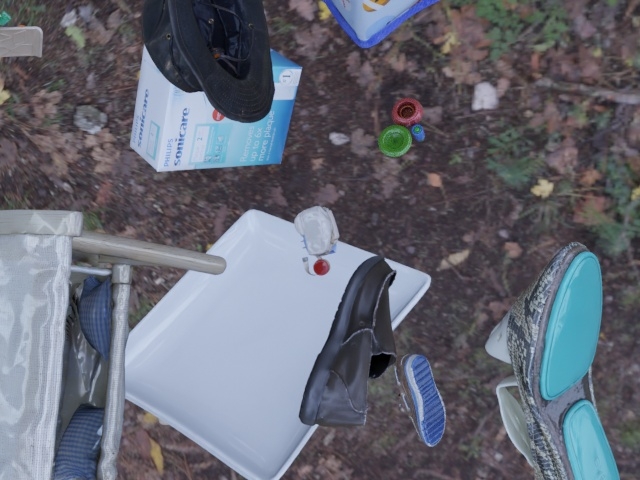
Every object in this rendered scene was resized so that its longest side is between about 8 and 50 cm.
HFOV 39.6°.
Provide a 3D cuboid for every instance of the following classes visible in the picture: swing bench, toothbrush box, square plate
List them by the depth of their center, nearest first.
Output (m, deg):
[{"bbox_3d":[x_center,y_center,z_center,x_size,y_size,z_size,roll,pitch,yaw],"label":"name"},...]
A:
[{"bbox_3d":[-0.216,0.118,0.766,0.165,0.255,0.253,2,82,23],"label":"swing bench"},{"bbox_3d":[-0.078,0.127,1.190,0.347,0.344,0.049,-48,138,-25],"label":"square plate"},{"bbox_3d":[-0.206,-0.264,1.751,0.295,0.126,0.216,-6,122,-38],"label":"toothbrush box"}]

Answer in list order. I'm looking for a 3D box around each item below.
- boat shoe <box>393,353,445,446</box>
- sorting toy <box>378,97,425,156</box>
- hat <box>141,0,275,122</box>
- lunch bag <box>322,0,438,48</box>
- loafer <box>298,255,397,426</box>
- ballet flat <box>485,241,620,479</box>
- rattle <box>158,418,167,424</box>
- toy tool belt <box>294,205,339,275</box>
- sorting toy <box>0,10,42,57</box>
[{"bbox_3d":[0.180,0.291,1.639,0.066,0.066,0.183,-23,107,-38],"label":"boat shoe"},{"bbox_3d":[0.131,-0.167,1.363,0.061,0.042,0.102,19,79,20],"label":"sorting toy"},{"bbox_3d":[-0.191,-0.329,1.355,0.134,0.331,0.331,-11,105,25],"label":"hat"},{"bbox_3d":[0.143,-0.477,1.050,0.385,0.328,0.239,-33,72,-11],"label":"lunch bag"},{"bbox_3d":[0.045,0.113,0.949,0.078,0.080,0.220,20,54,6],"label":"loafer"},{"bbox_3d":[0.344,0.225,1.368,0.164,0.182,0.483,-27,114,-35],"label":"ballet flat"},{"bbox_3d":[-0.226,0.227,1.550,0.143,0.130,0.199,12,117,8],"label":"rattle"},{"bbox_3d":[0.000,0.000,1.071,0.052,0.051,0.083,-12,89,13],"label":"toy tool belt"},{"bbox_3d":[-0.313,-0.209,0.896,0.062,0.083,0.012,-2,73,-20],"label":"sorting toy"}]
